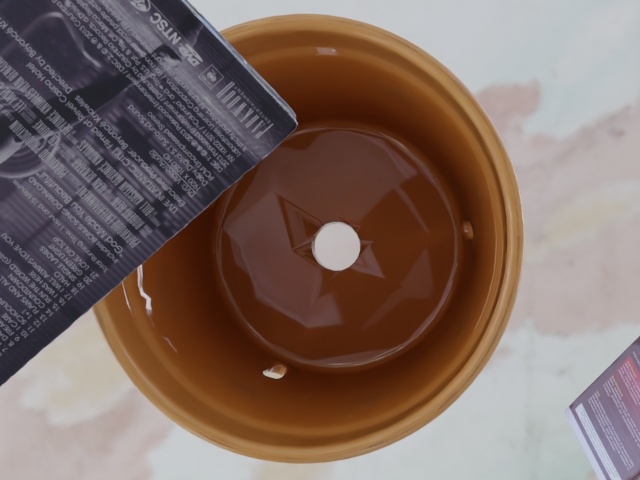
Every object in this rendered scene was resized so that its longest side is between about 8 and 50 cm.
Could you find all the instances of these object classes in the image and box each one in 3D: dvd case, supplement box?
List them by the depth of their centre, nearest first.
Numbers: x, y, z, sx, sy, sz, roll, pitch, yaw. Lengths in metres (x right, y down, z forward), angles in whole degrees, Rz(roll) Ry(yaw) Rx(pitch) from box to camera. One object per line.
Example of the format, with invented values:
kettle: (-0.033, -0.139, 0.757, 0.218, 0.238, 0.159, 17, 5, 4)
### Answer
dvd case: (-0.143, -0.025, 0.660, 0.221, 0.018, 0.164, -41, -68, 8)
supplement box: (0.393, 0.178, 2.205, 0.073, 0.130, 0.239, 0, -37, -37)

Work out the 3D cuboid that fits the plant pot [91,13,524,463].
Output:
plant pot: (0.000, 0.000, 1.346, 0.291, 0.291, 0.203, -31, -5, 6)
